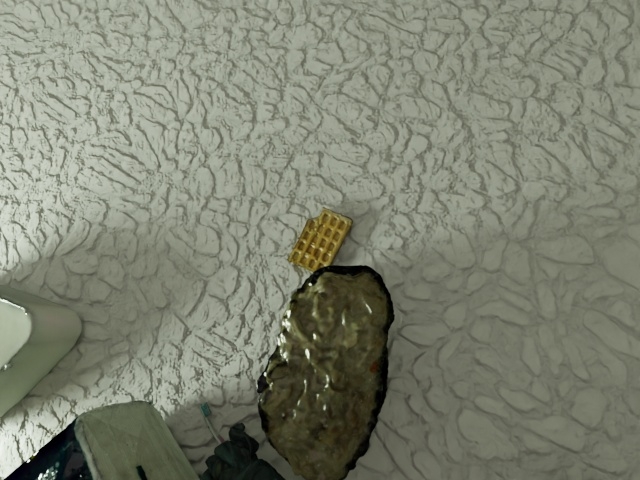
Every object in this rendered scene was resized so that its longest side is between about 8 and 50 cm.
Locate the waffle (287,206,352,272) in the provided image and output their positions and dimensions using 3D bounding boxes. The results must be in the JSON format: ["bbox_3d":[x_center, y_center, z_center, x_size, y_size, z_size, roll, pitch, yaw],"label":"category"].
[{"bbox_3d":[0.000,0.000,0.849,0.092,0.021,0.135,23,81,16],"label":"waffle"}]

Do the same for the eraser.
[{"bbox_3d":[-0.717,0.194,0.870,0.331,0.150,0.331,-2,78,9],"label":"eraser"}]

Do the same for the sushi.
[{"bbox_3d":[0.015,0.208,0.714,0.211,0.171,0.350,15,80,12],"label":"sushi"}]

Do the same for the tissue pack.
[{"bbox_3d":[-0.427,0.503,0.675,0.416,0.253,0.264,-39,71,-2],"label":"tissue pack"}]

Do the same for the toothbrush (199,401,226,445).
[{"bbox_3d":[-0.176,0.398,0.781,0.022,0.017,0.204,-41,71,19],"label":"toothbrush"}]

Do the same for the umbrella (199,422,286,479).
[{"bbox_3d":[-0.064,0.426,0.630,0.349,0.094,0.143,22,98,41],"label":"umbrella"}]
